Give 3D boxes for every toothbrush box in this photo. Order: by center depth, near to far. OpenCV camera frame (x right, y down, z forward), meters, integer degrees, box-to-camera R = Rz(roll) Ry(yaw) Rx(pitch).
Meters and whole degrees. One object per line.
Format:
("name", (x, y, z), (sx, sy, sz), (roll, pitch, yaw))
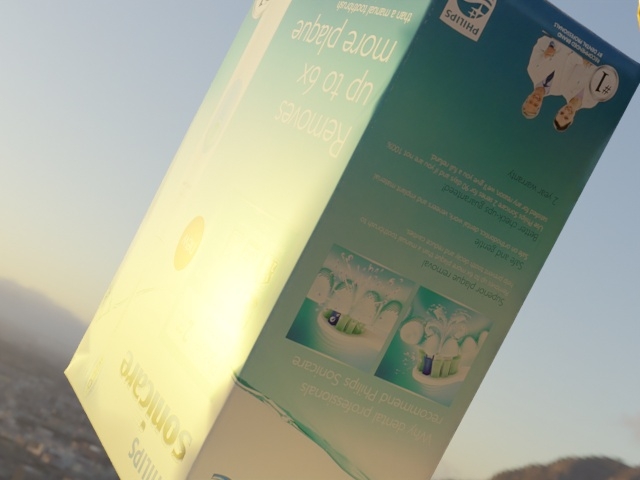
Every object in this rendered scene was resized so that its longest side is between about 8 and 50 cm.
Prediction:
("toothbrush box", (0.000, 0.000, 0.592), (0.126, 0.295, 0.216), (25, 5, -27))

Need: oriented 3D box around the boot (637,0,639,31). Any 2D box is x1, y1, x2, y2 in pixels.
("boot", (0.287, -0.029, 0.405), (0.280, 0.096, 0.264), (17, 15, -49))
